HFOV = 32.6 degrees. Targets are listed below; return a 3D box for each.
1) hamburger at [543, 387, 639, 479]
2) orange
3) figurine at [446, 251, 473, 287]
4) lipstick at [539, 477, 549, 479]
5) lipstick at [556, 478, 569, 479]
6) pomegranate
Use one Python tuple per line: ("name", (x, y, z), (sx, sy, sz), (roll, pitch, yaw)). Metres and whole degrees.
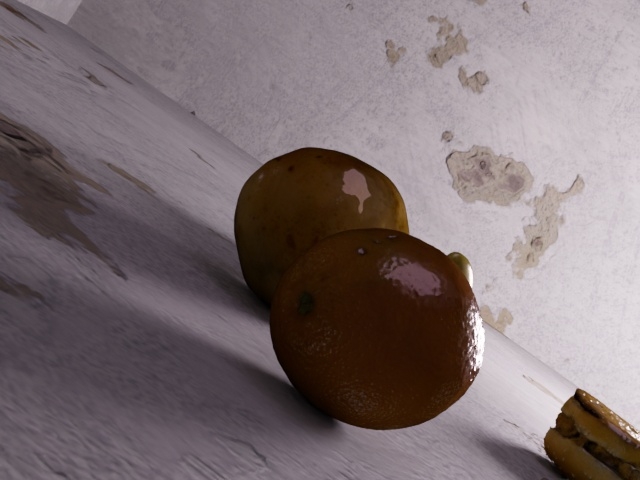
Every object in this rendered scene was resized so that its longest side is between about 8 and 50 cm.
("hamburger", (0.413, 0.311, 1.557), (0.191, 0.118, 0.182), (32, 8, 12))
("orange", (0.051, 0.080, 1.018), (0.206, 0.206, 0.206), (34, 5, -4))
("figurine", (0.108, 0.072, 1.633), (0.228, 0.215, 0.215), (21, -4, 37))
("lipstick", (0.288, 0.319, 0.985), (0.254, 0.070, 0.070), (36, 6, 11))
("lipstick", (0.265, 0.295, 1.258), (0.037, 0.037, 0.116), (38, 10, 30))
("pomegranate", (0.003, -0.006, 1.311), (0.233, 0.233, 0.233), (34, 5, -4))
